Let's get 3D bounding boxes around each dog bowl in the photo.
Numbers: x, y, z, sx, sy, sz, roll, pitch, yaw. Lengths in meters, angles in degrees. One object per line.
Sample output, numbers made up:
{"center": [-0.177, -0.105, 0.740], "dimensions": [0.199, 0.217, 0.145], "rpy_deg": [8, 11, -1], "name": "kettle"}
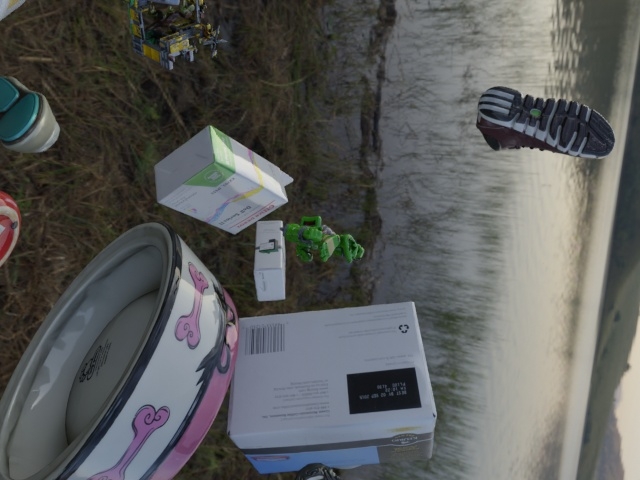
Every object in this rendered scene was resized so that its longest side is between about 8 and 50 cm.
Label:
{"center": [-0.282, 0.180, 0.749], "dimensions": [0.150, 0.407, 0.408], "rpy_deg": [39, 62, -34], "name": "dog bowl"}

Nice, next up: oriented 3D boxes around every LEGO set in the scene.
{"center": [-0.419, -0.668, 1.608], "dimensions": [0.331, 0.192, 0.255], "rpy_deg": [-36, 148, -46], "name": "LEGO set"}

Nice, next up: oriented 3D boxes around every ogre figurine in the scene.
{"center": [0.000, 0.000, 1.117], "dimensions": [0.197, 0.118, 0.097], "rpy_deg": [-12, 111, -50], "name": "ogre figurine"}

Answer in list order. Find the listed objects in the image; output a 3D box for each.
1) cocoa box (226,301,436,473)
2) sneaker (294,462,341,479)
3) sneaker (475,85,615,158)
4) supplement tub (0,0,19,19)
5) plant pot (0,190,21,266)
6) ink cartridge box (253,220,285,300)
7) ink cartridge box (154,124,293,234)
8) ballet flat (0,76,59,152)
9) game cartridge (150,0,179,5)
{"center": [0.026, 0.284, 1.007], "dimensions": [0.228, 0.346, 0.232], "rpy_deg": [77, 8, -51], "name": "cocoa box"}
{"center": [0.010, 0.449, 0.742], "dimensions": [0.108, 0.100, 0.272], "rpy_deg": [149, -72, -75], "name": "sneaker"}
{"center": [0.467, -0.232, 1.143], "dimensions": [0.107, 0.281, 0.162], "rpy_deg": [-63, 169, -11], "name": "sneaker"}
{"center": [-0.787, -0.589, 1.152], "dimensions": [0.331, 0.240, 0.241], "rpy_deg": [-111, -175, -54], "name": "supplement tub"}
{"center": [-0.615, -0.026, 0.873], "dimensions": [0.191, 0.174, 0.191], "rpy_deg": [24, 90, -87], "name": "plant pot"}
{"center": [-0.164, 0.067, 1.741], "dimensions": [0.160, 0.092, 0.220], "rpy_deg": [88, -2, -46], "name": "ink cartridge box"}
{"center": [-0.233, -0.135, 1.407], "dimensions": [0.353, 0.207, 0.119], "rpy_deg": [25, 42, -52], "name": "ink cartridge box"}
{"center": [-0.424, -0.176, 0.772], "dimensions": [0.086, 0.248, 0.086], "rpy_deg": [-22, 132, -27], "name": "ballet flat"}
{"center": [-0.360, -0.491, 0.814], "dimensions": [0.297, 0.062, 0.198], "rpy_deg": [-3, 108, -31], "name": "game cartridge"}
